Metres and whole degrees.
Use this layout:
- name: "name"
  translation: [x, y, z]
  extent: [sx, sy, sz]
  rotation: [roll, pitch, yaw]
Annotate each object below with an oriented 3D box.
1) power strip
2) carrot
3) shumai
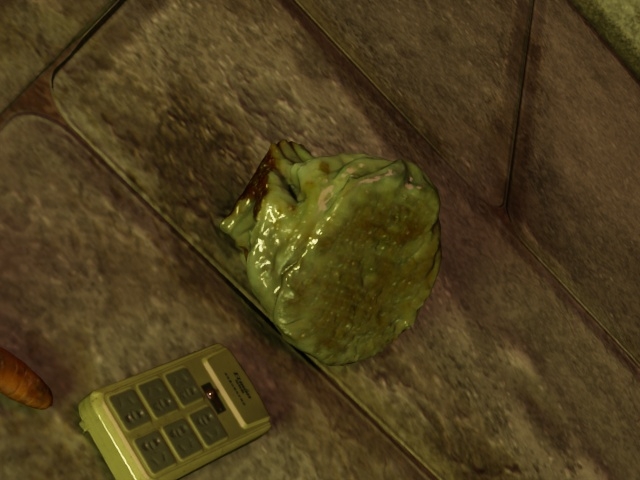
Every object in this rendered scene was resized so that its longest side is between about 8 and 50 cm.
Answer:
- name: "power strip"
  translation: [-0.090, 0.117, 0.830]
  extent: [0.076, 0.028, 0.169]
  rotation: [57, 29, 9]
- name: "carrot"
  translation: [-0.217, 0.061, 0.702]
  extent: [0.165, 0.035, 0.036]
  rotation: [35, 33, -34]
- name: "shumai"
  translation: [0.001, 0.006, 1.028]
  extent: [0.184, 0.184, 0.142]
  rotation: [28, 7, -37]
